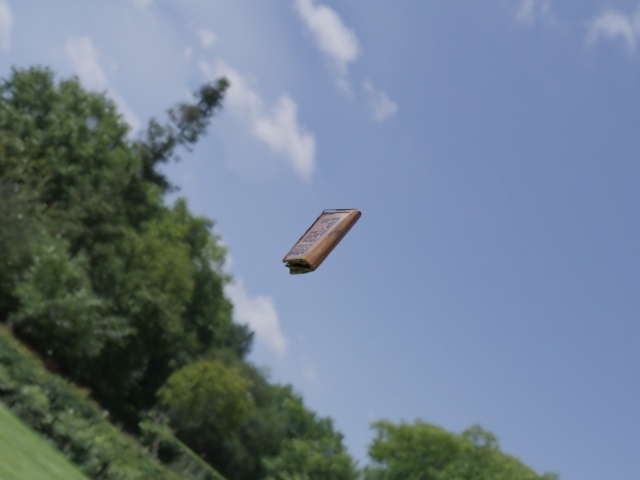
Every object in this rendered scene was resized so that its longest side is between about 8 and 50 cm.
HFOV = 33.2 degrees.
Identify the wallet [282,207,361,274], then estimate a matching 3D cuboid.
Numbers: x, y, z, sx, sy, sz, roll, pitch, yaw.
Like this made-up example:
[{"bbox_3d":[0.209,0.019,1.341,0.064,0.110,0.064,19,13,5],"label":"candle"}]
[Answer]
[{"bbox_3d":[-0.003,-0.001,2.252,0.042,0.161,0.195,41,-13,-12],"label":"wallet"}]
